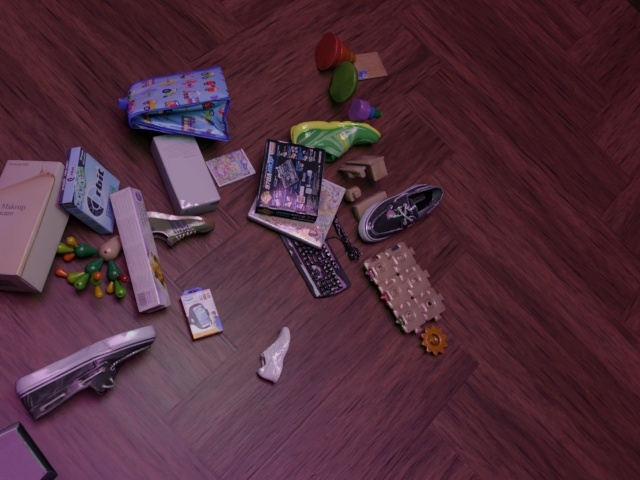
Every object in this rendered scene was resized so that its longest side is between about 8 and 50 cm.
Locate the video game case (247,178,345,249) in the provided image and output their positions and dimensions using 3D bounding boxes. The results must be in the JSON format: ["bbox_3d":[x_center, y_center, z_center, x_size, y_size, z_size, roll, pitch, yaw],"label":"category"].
[{"bbox_3d":[-0.066,-0.107,1.976,0.227,0.026,0.206,24,66,-2],"label":"video game case"}]

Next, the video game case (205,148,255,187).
[{"bbox_3d":[-0.260,-0.210,1.997,0.122,0.011,0.087,-24,76,-27],"label":"video game case"}]

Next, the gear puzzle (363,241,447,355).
[{"bbox_3d":[0.264,0.176,1.990,0.176,0.044,0.338,-27,80,-28],"label":"gear puzzle"}]

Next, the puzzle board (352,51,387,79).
[{"bbox_3d":[0.151,-0.580,2.302,0.128,0.011,0.096,-15,74,-23],"label":"puzzle board"}]

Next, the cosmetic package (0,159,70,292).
[{"bbox_3d":[-0.720,-0.037,1.675,0.160,0.113,0.309,2,63,13],"label":"cosmetic package"}]

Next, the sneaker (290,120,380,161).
[{"bbox_3d":[0.044,-0.301,2.104,0.296,0.109,0.123,-5,96,-25],"label":"sneaker"}]

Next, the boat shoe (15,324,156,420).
[{"bbox_3d":[-0.534,0.311,1.625,0.335,0.121,0.119,-26,85,-15],"label":"boat shoe"}]

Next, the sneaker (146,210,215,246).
[{"bbox_3d":[-0.383,-0.021,1.843,0.192,0.064,0.086,7,66,-10],"label":"sneaker"}]

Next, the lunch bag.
[{"bbox_3d":[-0.409,-0.383,1.914,0.293,0.138,0.221,-2,36,-14],"label":"lunch bag"}]

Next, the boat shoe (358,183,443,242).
[{"bbox_3d":[0.245,-0.085,2.047,0.301,0.102,0.108,-28,104,-30],"label":"boat shoe"}]

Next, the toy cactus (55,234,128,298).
[{"bbox_3d":[-0.563,0.048,1.738,0.219,0.112,0.180,29,51,6],"label":"toy cactus"}]

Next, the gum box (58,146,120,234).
[{"bbox_3d":[-0.584,-0.123,1.755,0.041,0.184,0.156,-7,64,16],"label":"gum box"}]

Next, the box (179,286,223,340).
[{"bbox_3d":[-0.312,0.186,1.793,0.081,0.028,0.136,-15,74,-24],"label":"box"}]

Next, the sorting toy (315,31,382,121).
[{"bbox_3d":[0.105,-0.505,2.175,0.126,0.127,0.365,4,49,-36],"label":"sorting toy"}]

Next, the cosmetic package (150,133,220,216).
[{"bbox_3d":[-0.375,-0.183,1.905,0.117,0.085,0.231,-16,75,-25],"label":"cosmetic package"}]

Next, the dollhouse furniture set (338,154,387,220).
[{"bbox_3d":[0.120,-0.161,2.095,0.144,0.123,0.151,-29,114,-27],"label":"dollhouse furniture set"}]

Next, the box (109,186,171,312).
[{"bbox_3d":[-0.461,0.025,1.766,0.067,0.063,0.323,-21,77,12],"label":"box"}]

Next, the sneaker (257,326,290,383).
[{"bbox_3d":[-0.119,0.291,1.798,0.061,0.053,0.152,20,63,-6],"label":"sneaker"}]

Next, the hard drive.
[{"bbox_3d":[-0.724,0.526,1.485,0.255,0.054,0.172,-35,81,-28],"label":"hard drive"}]

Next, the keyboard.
[{"bbox_3d":[0.000,0.000,1.981,0.202,0.033,0.317,-23,77,-26],"label":"keyboard"}]

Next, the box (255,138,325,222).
[{"bbox_3d":[-0.084,-0.171,1.955,0.175,0.051,0.220,9,68,-8],"label":"box"}]
